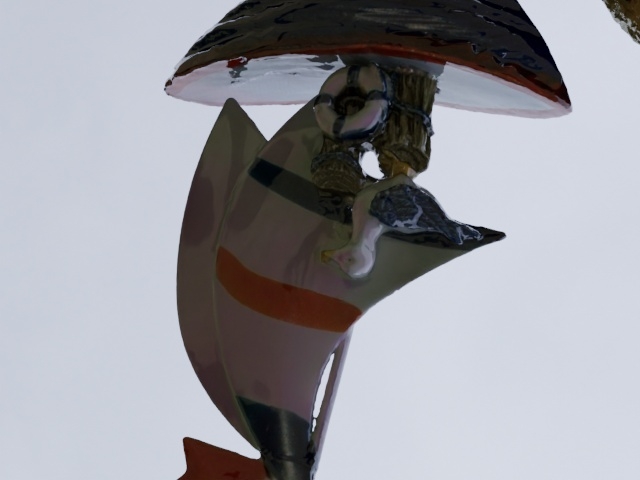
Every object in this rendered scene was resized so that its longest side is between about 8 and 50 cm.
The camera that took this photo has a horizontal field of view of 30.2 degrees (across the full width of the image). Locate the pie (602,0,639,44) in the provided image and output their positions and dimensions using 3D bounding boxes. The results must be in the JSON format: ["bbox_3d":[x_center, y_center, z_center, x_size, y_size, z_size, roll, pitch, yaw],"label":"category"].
[{"bbox_3d":[0.239,-0.208,0.632,0.274,0.055,0.274,19,-65,47],"label":"pie"}]

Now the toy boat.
[{"bbox_3d":[-0.016,-0.021,0.627,0.219,0.072,0.318,32,-96,27],"label":"toy boat"}]
